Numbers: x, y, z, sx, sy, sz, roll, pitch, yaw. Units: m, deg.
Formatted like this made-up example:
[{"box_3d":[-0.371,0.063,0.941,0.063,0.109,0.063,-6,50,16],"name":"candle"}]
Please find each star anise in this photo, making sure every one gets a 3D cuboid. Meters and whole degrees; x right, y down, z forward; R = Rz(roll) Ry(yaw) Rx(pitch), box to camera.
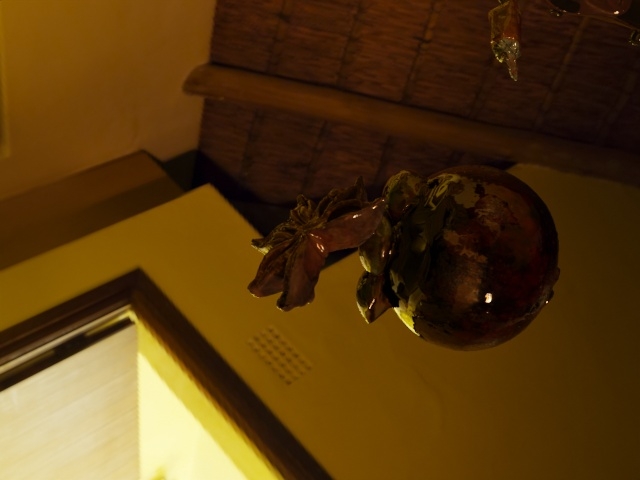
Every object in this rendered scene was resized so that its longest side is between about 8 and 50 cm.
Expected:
[{"box_3d":[-0.010,-0.002,0.975,0.063,0.208,0.171,49,-12,-31],"name":"star anise"}]

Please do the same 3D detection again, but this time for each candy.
[{"box_3d":[0.258,-0.298,1.085,0.046,0.182,0.053,-9,-38,25],"name":"candy"}]

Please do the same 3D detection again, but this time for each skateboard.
[{"box_3d":[0.305,-0.260,0.823,0.080,0.151,0.067,-164,-96,-79],"name":"skateboard"}]

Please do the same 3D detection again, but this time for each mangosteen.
[{"box_3d":[0.209,0.020,1.186,0.311,0.311,0.311,28,-49,37],"name":"mangosteen"}]
